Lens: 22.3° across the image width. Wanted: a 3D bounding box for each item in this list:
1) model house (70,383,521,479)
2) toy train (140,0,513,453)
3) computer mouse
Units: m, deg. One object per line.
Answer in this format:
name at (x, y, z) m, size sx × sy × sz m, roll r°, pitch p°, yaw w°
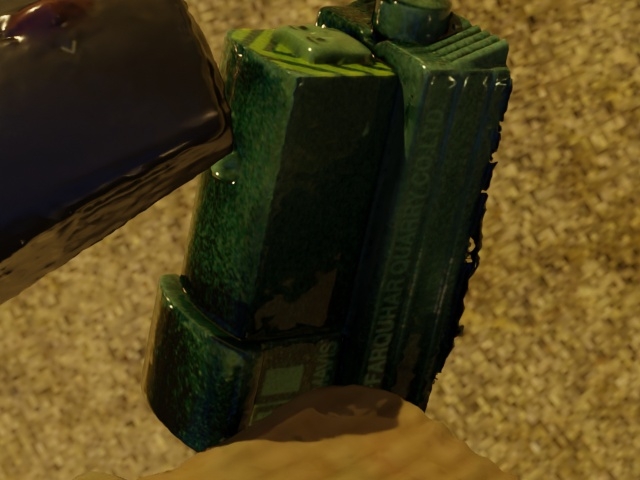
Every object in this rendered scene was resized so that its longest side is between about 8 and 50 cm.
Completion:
model house at (0.004, 0.294, 0.759) m, size 0.342 × 0.382 × 0.335 m, roll 31°, pitch 128°, yaw 30°
toy train at (0.000, 0.000, 1.014) m, size 0.138 × 0.178 × 0.330 m, roll 38°, pitch 124°, yaw 46°
computer mouse at (-0.185, -0.055, 0.814) m, size 0.269 × 0.100 × 0.170 m, roll -34°, pitch 69°, yaw -1°
